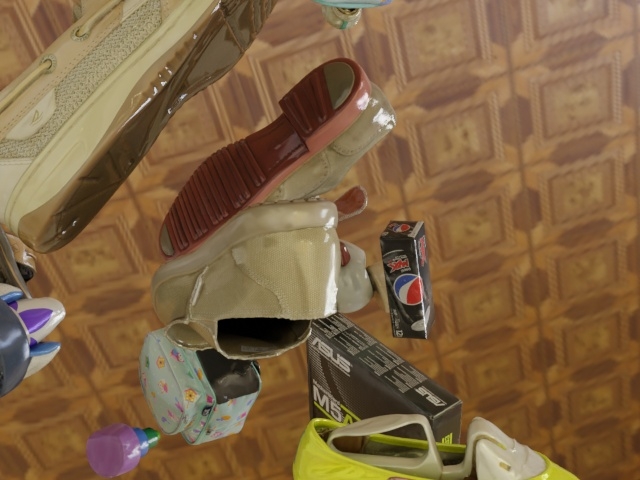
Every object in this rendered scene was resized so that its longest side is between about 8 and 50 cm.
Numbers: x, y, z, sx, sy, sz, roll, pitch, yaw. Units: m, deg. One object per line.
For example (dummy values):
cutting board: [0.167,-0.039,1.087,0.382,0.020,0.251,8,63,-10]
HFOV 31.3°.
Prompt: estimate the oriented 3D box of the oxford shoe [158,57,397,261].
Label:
oxford shoe: [-0.050,-0.070,1.424,0.348,0.123,0.130,-37,138,17]

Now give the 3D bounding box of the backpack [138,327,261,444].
backpack: [-0.172,0.198,1.607,0.144,0.166,0.188,-21,151,-22]

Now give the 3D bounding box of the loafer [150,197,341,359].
loafer: [-0.062,0.049,0.873,0.102,0.092,0.268,-2,162,-23]

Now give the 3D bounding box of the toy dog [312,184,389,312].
toy dog: [0.000,0.000,1.847,0.220,0.334,0.161,-35,138,-24]

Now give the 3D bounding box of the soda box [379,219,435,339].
soda box: [0.127,0.058,1.654,0.053,0.060,0.169,1,118,21]

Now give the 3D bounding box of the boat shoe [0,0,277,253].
boat shoe: [-0.117,-0.134,0.731,0.302,0.098,0.109,-52,172,-14]

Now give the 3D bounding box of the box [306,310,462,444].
box: [0.059,0.188,1.137,0.045,0.191,0.184,-27,132,-29]

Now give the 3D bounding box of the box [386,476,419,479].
box: [0.042,0.194,0.430,0.123,0.128,0.257,12,149,-8]

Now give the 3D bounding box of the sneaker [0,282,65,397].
sneaker: [-0.323,0.090,1.008,0.236,0.130,0.323,-31,-177,-33]

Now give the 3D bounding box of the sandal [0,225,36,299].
sandal: [-0.330,0.009,1.166,0.090,0.060,0.219,1,120,40]

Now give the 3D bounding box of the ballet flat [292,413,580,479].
ballet flat: [0.093,0.167,0.844,0.231,0.077,0.077,3,106,9]

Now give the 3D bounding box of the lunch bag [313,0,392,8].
lunch bag: [-0.045,-0.310,0.973,0.108,0.279,0.224,-57,165,24]

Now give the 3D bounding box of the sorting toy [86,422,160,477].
sorting toy: [-0.258,0.413,1.534,0.126,0.127,0.365,-9,107,-57]

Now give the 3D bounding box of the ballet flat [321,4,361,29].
ballet flat: [0.028,-0.302,1.172,0.057,0.052,0.168,-3,90,-9]
